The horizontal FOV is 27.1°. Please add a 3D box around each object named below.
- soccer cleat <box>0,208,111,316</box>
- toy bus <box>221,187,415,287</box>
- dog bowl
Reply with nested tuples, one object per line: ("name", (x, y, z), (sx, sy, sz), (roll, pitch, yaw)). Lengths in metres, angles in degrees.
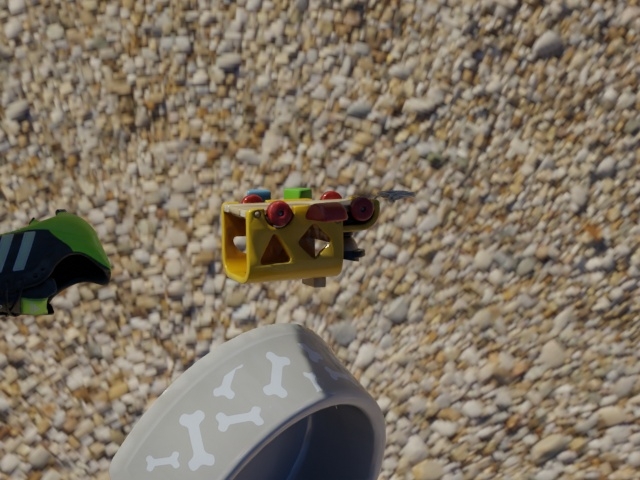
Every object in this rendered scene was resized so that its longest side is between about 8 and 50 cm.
("soccer cleat", (-0.237, 0.030, 0.974), (0.179, 0.060, 0.072), (-22, 57, -32))
("toy bus", (-0.013, 0.000, 1.501), (0.202, 0.191, 0.104), (3, 98, 22))
("dog bowl", (-0.070, 0.257, 1.332), (0.102, 0.349, 0.349), (33, 72, 31))
